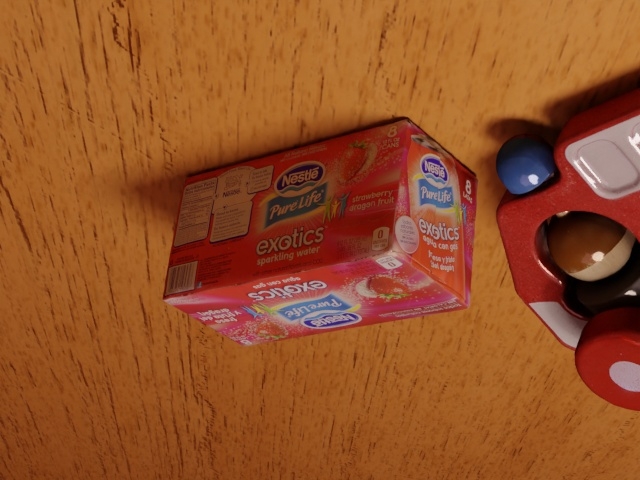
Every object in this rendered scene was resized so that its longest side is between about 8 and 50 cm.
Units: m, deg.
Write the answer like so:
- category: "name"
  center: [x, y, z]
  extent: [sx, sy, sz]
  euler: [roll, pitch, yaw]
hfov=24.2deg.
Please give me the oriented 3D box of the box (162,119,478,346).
- category: "box"
  center: [0.000, 0.000, 1.309]
  extent: [0.257, 0.128, 0.123]
  euler: [-13, 148, 36]

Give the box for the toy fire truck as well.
- category: "toy fire truck"
  center: [0.275, -0.013, 1.210]
  extent: [0.302, 0.169, 0.254]
  euler: [-21, 119, 44]
